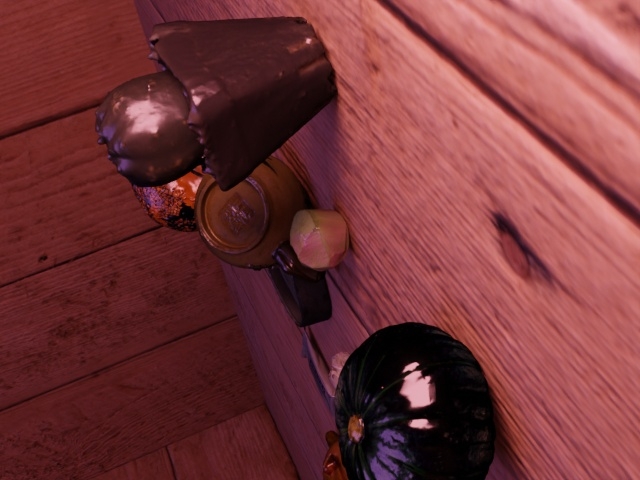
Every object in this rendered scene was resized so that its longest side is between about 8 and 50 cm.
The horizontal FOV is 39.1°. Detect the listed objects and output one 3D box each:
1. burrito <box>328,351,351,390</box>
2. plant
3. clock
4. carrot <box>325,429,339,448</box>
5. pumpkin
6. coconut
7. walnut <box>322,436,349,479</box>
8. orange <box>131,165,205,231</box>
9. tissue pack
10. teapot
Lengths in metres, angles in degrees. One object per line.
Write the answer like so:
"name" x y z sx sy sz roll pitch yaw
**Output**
"burrito" 0.068 0.250 1.379 0.203 0.064 0.064 55 164 42
"plant" -0.115 -0.150 0.956 0.164 0.256 0.142 56 170 37
"clock" -0.061 0.020 1.570 0.280 0.055 0.280 158 90 -79
"carrot" 0.038 0.453 1.987 0.171 0.042 0.042 -157 46 -78
"pumpkin" 0.089 0.174 0.876 0.194 0.150 0.194 49 153 36
"coconut" 0.000 0.000 1.173 0.082 0.081 0.083 -54 52 27
"walnut" 0.077 0.406 1.475 0.245 0.137 0.137 -120 13 -52
"orange" -0.243 -0.131 1.691 0.182 0.234 0.234 172 76 -83
"tissue pack" 0.004 0.278 1.837 0.122 0.026 0.193 84 161 -54
"teapot" -0.083 -0.038 1.356 0.269 0.173 0.182 44 -162 12
